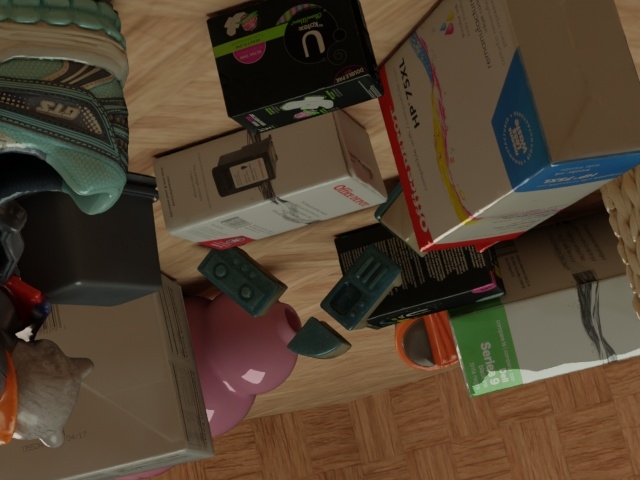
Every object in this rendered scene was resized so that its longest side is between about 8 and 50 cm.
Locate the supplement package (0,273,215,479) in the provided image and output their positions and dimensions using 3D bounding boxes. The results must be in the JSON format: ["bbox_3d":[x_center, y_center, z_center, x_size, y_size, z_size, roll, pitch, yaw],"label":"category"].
[{"bbox_3d":[-0.272,0.162,1.309,0.262,0.204,0.145,-14,166,4],"label":"supplement package"}]

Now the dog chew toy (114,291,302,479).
[{"bbox_3d":[-0.171,0.160,1.468,0.332,0.206,0.207,-27,164,21],"label":"dog chew toy"}]

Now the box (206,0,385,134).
[{"bbox_3d":[-0.014,-0.104,0.692,0.083,0.062,0.052,-16,169,11],"label":"box"}]

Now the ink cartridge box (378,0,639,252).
[{"bbox_3d":[0.107,-0.076,0.782,0.078,0.134,0.231,-9,167,-22],"label":"ink cartridge box"}]

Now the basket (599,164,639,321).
[{"bbox_3d":[0.499,0.019,1.198,0.331,0.328,0.266,-7,169,-31],"label":"basket"}]

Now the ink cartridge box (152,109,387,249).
[{"bbox_3d":[-0.036,-0.046,0.937,0.151,0.063,0.109,-17,167,14],"label":"ink cartridge box"}]

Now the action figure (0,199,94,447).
[{"bbox_3d":[-0.333,0.088,0.866,0.330,0.178,0.341,14,149,-11],"label":"action figure"}]

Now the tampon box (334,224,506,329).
[{"bbox_3d":[0.115,0.030,1.369,0.161,0.101,0.120,-16,169,14],"label":"tampon box"}]

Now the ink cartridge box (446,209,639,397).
[{"bbox_3d":[0.301,0.067,1.502,0.289,0.121,0.211,-14,-160,6],"label":"ink cartridge box"}]

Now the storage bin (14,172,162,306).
[{"bbox_3d":[-0.187,0.003,0.938,0.098,0.091,0.135,-19,166,26],"label":"storage bin"}]

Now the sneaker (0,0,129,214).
[{"bbox_3d":[-0.231,-0.042,0.601,0.283,0.122,0.110,-13,168,-3],"label":"sneaker"}]

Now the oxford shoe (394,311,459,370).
[{"bbox_3d":[0.269,0.058,1.723,0.364,0.130,0.132,-22,-160,7],"label":"oxford shoe"}]

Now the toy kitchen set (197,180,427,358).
[{"bbox_3d":[0.000,0.000,1.209,0.207,0.166,0.122,-51,166,1],"label":"toy kitchen set"}]
